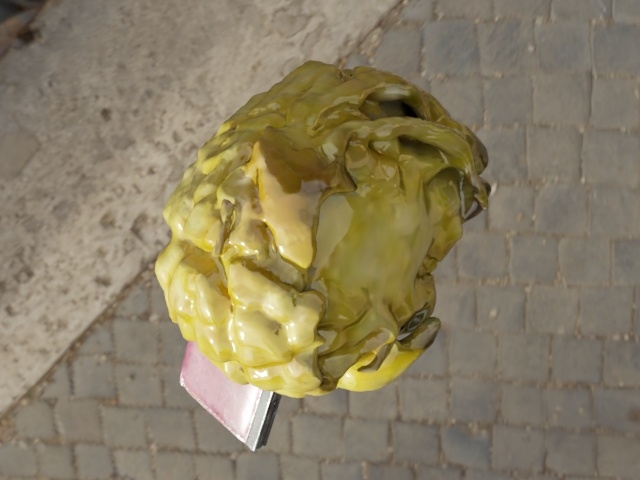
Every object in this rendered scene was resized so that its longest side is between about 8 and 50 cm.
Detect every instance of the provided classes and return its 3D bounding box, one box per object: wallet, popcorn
[{"bbox_3d":[-0.073,0.085,1.153,0.119,0.025,0.232,39,132,26],"label":"wallet"},{"bbox_3d":[0.000,0.000,0.850,0.190,0.250,0.250,34,115,28],"label":"popcorn"}]
